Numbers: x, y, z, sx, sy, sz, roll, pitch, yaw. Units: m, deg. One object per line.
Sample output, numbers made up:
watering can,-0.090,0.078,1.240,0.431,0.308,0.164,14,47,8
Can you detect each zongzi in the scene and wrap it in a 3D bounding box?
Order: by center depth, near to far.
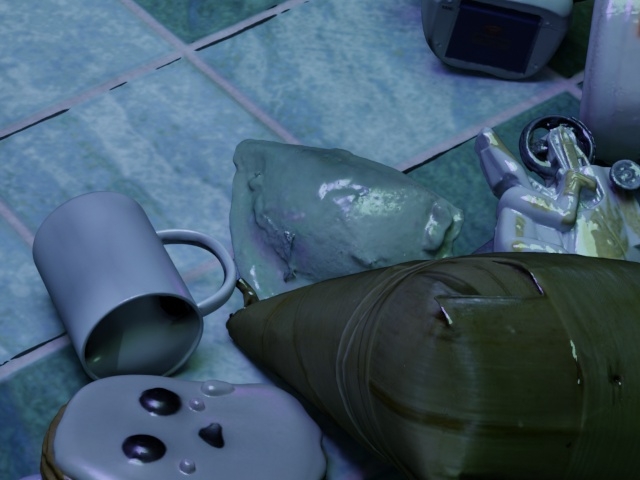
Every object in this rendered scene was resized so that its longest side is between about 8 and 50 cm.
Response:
zongzi,0.192,0.097,1.468,0.447,0.181,0.418,6,3,-27

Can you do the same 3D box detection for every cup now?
cup,-0.144,0.040,1.543,0.136,0.099,0.133,9,33,-37

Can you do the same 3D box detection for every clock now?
clock,0.160,-0.274,1.844,0.199,0.146,0.243,7,47,-1

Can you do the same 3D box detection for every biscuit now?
biscuit,-0.094,0.154,1.410,0.208,0.049,0.181,8,32,-12

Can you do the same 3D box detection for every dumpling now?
dumpling,0.003,-0.011,1.582,0.217,0.105,0.149,26,48,25

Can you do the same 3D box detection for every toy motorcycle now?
toy motorcycle,0.194,0.002,1.575,0.151,0.074,0.228,-19,70,-18

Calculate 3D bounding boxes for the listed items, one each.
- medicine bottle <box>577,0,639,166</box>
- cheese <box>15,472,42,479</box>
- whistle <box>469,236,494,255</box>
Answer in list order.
medicine bottle,0.412,-0.147,1.660,0.371,0.211,0.211,8,43,8
cheese,-0.212,0.197,1.401,0.191,0.042,0.105,16,44,16
whistle,0.124,0.029,1.596,0.033,0.033,0.176,34,53,31
